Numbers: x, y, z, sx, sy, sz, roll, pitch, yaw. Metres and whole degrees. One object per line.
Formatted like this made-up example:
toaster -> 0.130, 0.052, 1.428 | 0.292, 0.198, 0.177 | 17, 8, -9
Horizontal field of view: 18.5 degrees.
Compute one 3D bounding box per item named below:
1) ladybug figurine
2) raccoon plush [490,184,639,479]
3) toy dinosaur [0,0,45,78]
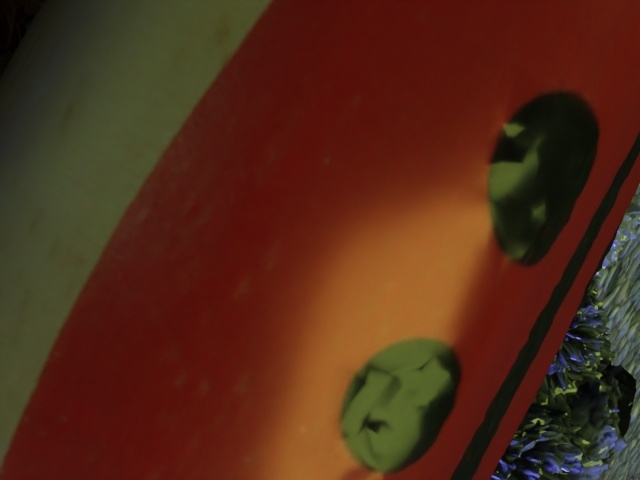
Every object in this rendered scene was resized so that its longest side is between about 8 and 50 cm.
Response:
ladybug figurine -> 0.000, 0.000, 0.661 | 0.449, 0.162, 0.305 | -63, 165, -1
raccoon plush -> 0.055, 0.059, 1.217 | 0.446, 0.216, 0.299 | -44, 146, -32
toy dinosaur -> -0.042, -0.175, 0.783 | 0.322, 0.164, 0.218 | -44, 146, 19
